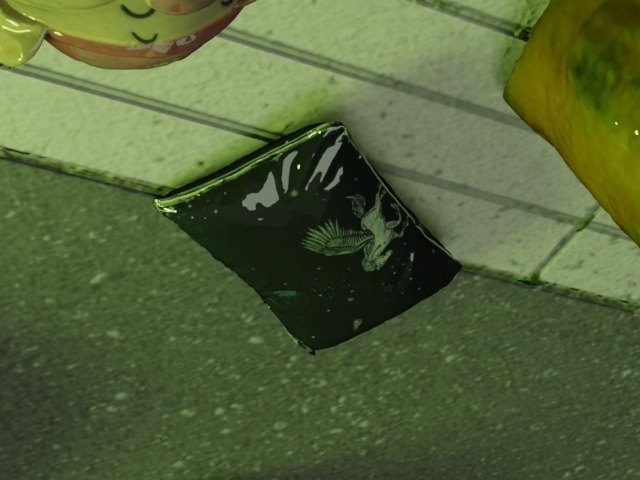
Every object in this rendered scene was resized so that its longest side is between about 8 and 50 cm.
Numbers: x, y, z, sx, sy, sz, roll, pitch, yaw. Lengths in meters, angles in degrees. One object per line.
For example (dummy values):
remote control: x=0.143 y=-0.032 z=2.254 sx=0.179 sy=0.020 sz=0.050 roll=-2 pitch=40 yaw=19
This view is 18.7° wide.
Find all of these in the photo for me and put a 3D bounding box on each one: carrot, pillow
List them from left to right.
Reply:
pillow: x=0.000 y=0.000 z=1.294 sx=0.141 sy=0.055 sz=0.208 roll=-25 pitch=141 yaw=18
carrot: x=0.288 y=-0.061 z=1.163 sx=0.241 sy=0.340 sz=0.241 roll=-25 pitch=141 yaw=-22

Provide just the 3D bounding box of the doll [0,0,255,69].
doll: x=-0.099 y=-0.186 z=0.956 sx=0.196 sy=0.152 sz=0.256 roll=-8 pitch=146 yaw=5
